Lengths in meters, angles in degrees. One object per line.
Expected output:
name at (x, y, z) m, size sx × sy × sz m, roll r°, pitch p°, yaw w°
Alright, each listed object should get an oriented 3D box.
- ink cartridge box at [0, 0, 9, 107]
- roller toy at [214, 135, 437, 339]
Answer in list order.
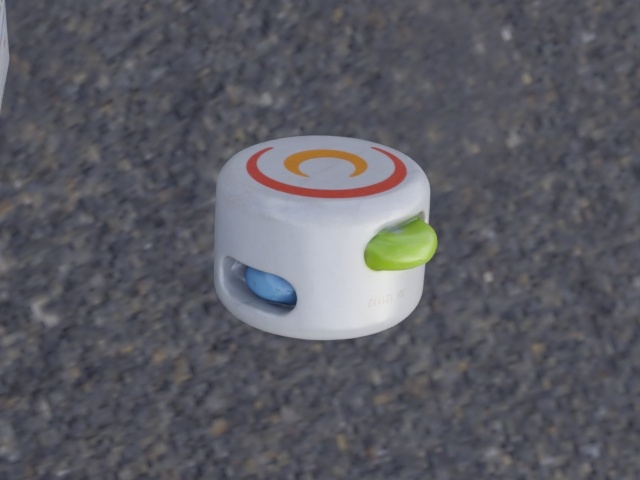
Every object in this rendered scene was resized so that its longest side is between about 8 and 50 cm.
ink cartridge box at (-0.307, -0.153, 1.538) m, size 0.078 × 0.231 × 0.134 m, roll 7°, pitch 68°, yaw -4°
roller toy at (0.000, 0.000, 1.678) m, size 0.191 × 0.209 × 0.146 m, roll 1°, pitch 114°, yaw -4°
